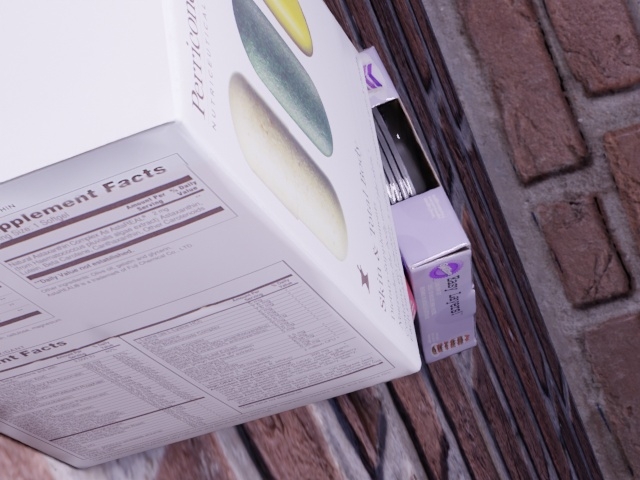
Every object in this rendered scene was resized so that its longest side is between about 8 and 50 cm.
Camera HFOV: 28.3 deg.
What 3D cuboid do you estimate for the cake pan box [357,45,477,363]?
[{"bbox_3d":[0.084,-0.031,1.289,0.267,0.070,0.245,73,-7,-65],"label":"cake pan box"}]

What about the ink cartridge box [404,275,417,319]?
[{"bbox_3d":[0.000,0.000,1.090,0.158,0.092,0.217,-62,133,-71],"label":"ink cartridge box"}]

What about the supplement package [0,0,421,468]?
[{"bbox_3d":[-0.099,-0.042,0.579,0.262,0.198,0.199,46,30,-58],"label":"supplement package"}]
